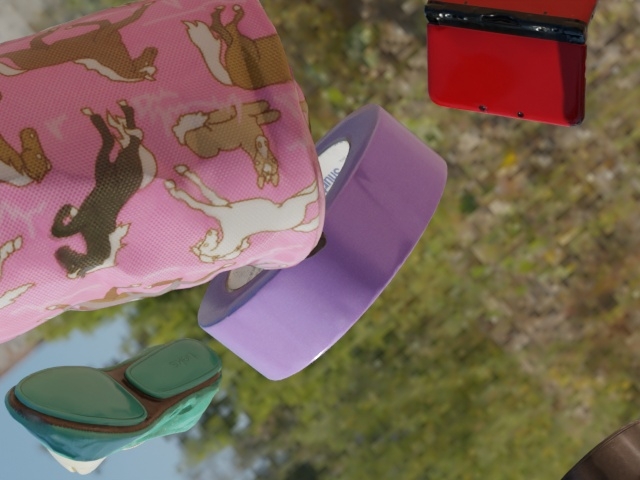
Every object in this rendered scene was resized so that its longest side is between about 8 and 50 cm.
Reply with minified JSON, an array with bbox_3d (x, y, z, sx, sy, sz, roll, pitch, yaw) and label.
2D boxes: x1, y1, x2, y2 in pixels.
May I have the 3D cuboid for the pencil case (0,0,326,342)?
[{"bbox_3d":[-0.191,-0.005,0.797,0.160,0.386,0.167,46,148,50],"label":"pencil case"}]

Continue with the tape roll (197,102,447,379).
[{"bbox_3d":[0.000,0.000,1.605,0.090,0.275,0.275,39,-177,-12],"label":"tape roll"}]

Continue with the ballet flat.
[{"bbox_3d":[-0.164,0.140,1.302,0.083,0.087,0.247,35,-158,22],"label":"ballet flat"}]

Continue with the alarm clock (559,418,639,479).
[{"bbox_3d":[0.262,0.199,1.385,0.064,0.192,0.129,45,-179,25],"label":"alarm clock"}]

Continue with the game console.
[{"bbox_3d":[0.168,-0.178,1.399,0.144,0.124,0.085,12,151,26],"label":"game console"}]
